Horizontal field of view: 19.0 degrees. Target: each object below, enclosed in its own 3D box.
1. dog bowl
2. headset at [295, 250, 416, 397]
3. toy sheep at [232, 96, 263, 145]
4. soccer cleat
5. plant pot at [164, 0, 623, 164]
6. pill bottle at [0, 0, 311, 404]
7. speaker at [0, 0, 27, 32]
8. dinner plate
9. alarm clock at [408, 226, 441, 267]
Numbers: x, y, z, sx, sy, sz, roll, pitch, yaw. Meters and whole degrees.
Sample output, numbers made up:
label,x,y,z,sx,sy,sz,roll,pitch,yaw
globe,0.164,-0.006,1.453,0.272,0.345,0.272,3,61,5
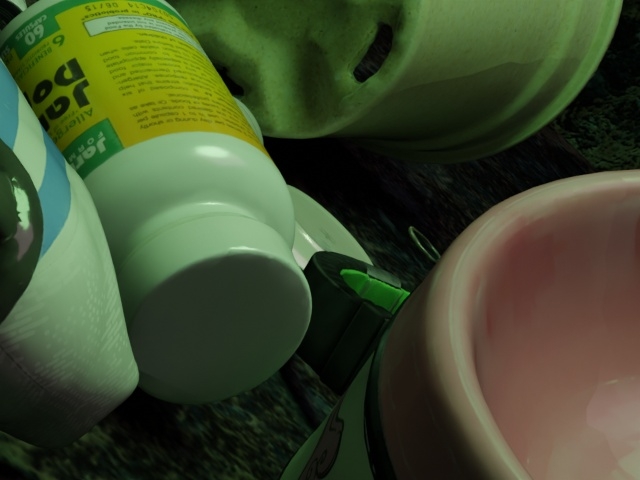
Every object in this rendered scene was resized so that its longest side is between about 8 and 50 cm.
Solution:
label,x,y,z,sx,sy,sz,roll,pitch,yaw
dog bowl,0.185,0.124,0.761,0.408,0.150,0.408,12,33,-8
headset,0.122,0.146,1.048,0.394,0.185,0.243,35,8,41
toy sheep,-0.075,-0.050,1.070,0.091,0.091,0.132,45,31,0
soccer cleat,-0.176,-0.049,0.754,0.331,0.116,0.143,56,1,34
plant pot,0.028,-0.203,1.449,0.334,0.334,0.305,47,25,10
pill bottle,-0.081,-0.022,0.893,0.117,0.117,0.208,33,18,-41
speaker,-0.191,-0.138,1.053,0.055,0.055,0.136,37,15,-30
dinner plate,0.000,0.000,1.298,0.141,0.017,0.141,41,15,-13
alarm clock,0.120,0.062,1.363,0.192,0.064,0.129,53,15,22
